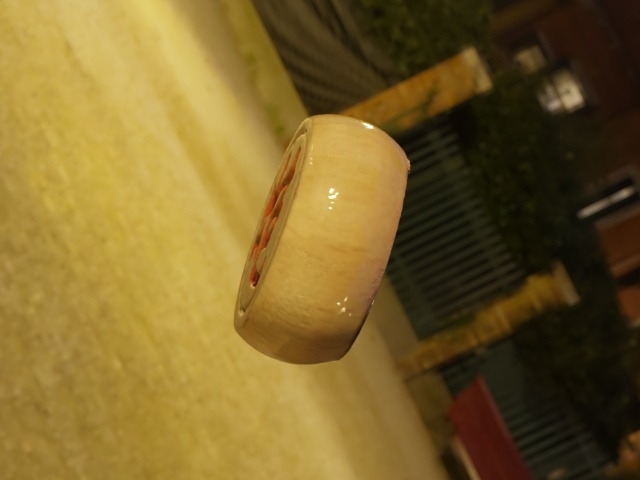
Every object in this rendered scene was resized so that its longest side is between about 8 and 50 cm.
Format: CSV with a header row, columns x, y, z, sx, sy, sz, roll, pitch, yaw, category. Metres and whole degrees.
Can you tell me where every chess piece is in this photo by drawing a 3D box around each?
x,y,z,sx,sy,sz,roll,pitch,yaw,category
0.000,0.000,0.557,0.038,0.084,0.083,21,12,-6,chess piece
